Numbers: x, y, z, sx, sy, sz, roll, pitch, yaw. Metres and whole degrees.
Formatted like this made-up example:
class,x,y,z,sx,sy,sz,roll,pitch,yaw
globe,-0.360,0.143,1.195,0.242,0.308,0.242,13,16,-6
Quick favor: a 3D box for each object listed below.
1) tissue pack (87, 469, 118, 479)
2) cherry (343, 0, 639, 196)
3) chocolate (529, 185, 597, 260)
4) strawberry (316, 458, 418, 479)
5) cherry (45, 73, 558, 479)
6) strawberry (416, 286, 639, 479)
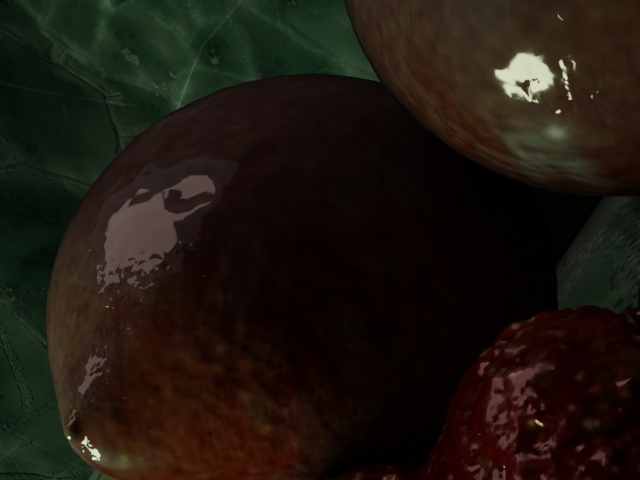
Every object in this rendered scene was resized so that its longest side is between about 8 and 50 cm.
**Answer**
class,x,y,z,sx,sy,sz,roll,pitch,yaw
tissue pack,-0.041,0.136,0.940,0.228,0.128,0.311,-53,9,-24
cherry,0.128,-0.120,0.589,0.236,0.213,0.285,-26,24,7
chocolate,0.159,-0.090,0.956,0.321,0.112,0.112,-55,1,-15
strawberry,-0.018,0.147,0.561,0.188,0.082,0.121,-17,-52,-58
cherry,-0.017,0.017,0.679,0.239,0.239,0.206,-100,26,-87
strawberry,0.070,0.094,0.512,0.187,0.082,0.146,-57,-5,6
